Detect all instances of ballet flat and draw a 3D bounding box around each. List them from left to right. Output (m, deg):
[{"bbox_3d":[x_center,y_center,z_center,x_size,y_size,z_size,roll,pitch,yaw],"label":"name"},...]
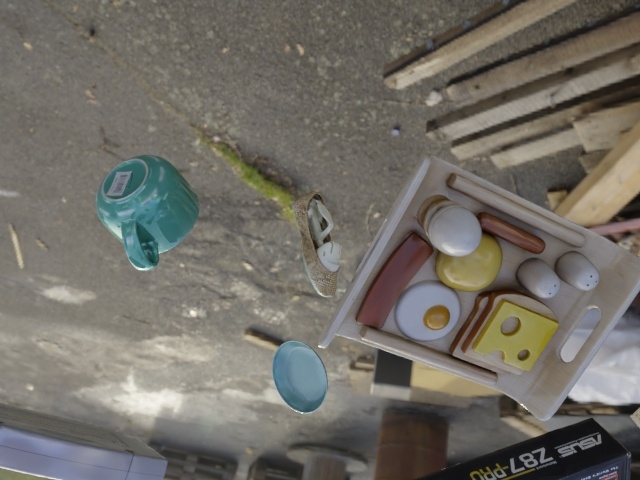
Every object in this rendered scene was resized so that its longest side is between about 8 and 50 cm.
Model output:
[{"bbox_3d":[0.000,0.000,1.240,0.073,0.206,0.067,2,153,-48],"label":"ballet flat"}]

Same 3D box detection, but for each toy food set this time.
[{"bbox_3d":[0.177,0.063,0.713,0.306,0.092,0.219,22,105,-20],"label":"toy food set"}]

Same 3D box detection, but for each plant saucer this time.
[{"bbox_3d":[-0.029,0.218,1.096,0.119,0.119,0.021,-20,174,41],"label":"plant saucer"}]

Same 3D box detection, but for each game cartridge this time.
[{"bbox_3d":[-0.371,0.277,0.926,0.297,0.062,0.198,25,170,-29],"label":"game cartridge"}]

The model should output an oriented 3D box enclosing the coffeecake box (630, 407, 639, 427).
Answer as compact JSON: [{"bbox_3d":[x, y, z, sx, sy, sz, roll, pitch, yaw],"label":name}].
[{"bbox_3d":[0.477,0.197,0.769,0.068,0.142,0.185,30,109,-25],"label":"coffeecake box"}]

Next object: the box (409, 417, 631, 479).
[{"bbox_3d":[0.237,0.451,0.953,0.395,0.097,0.318,-14,116,-12],"label":"box"}]

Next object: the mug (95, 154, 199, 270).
[{"bbox_3d":[-0.244,-0.050,0.954,0.158,0.129,0.097,45,172,40],"label":"mug"}]
